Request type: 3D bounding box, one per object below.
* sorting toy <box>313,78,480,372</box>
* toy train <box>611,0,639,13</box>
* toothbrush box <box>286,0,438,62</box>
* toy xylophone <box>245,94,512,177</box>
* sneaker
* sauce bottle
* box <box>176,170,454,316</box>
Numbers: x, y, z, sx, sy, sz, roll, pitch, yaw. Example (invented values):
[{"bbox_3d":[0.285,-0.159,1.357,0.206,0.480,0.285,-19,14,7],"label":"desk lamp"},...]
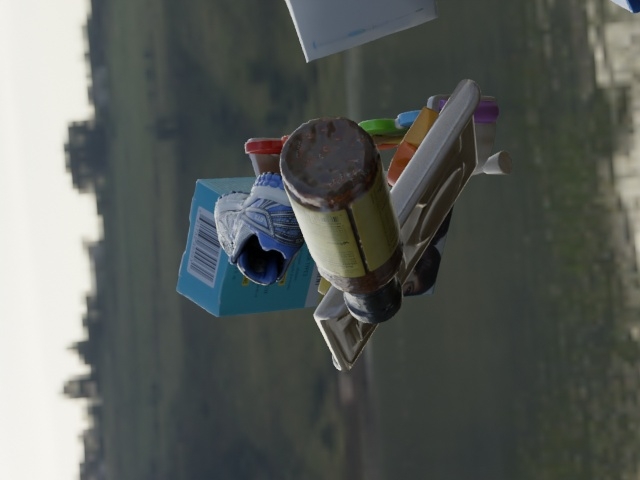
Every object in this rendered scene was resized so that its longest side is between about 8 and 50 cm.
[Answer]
[{"bbox_3d":[0.052,-0.009,1.279,0.193,0.038,0.208,-57,-9,-10],"label":"sorting toy"},{"bbox_3d":[0.216,-0.219,1.306,0.184,0.080,0.105,42,172,49],"label":"toy train"},{"bbox_3d":[-0.011,-0.331,1.470,0.216,0.126,0.295,70,-179,-69],"label":"toothbrush box"},{"bbox_3d":[0.077,-0.102,2.107,0.236,0.322,0.081,-1,-97,-54],"label":"toy xylophone"},{"bbox_3d":[-0.040,0.000,1.120,0.135,0.052,0.058,139,145,-70],"label":"sneaker"},{"bbox_3d":[0.013,-0.004,0.755,0.128,0.042,0.042,74,-169,-60],"label":"sauce bottle"},{"bbox_3d":[0.000,0.000,1.506,0.060,0.244,0.100,30,116,44],"label":"box"}]
